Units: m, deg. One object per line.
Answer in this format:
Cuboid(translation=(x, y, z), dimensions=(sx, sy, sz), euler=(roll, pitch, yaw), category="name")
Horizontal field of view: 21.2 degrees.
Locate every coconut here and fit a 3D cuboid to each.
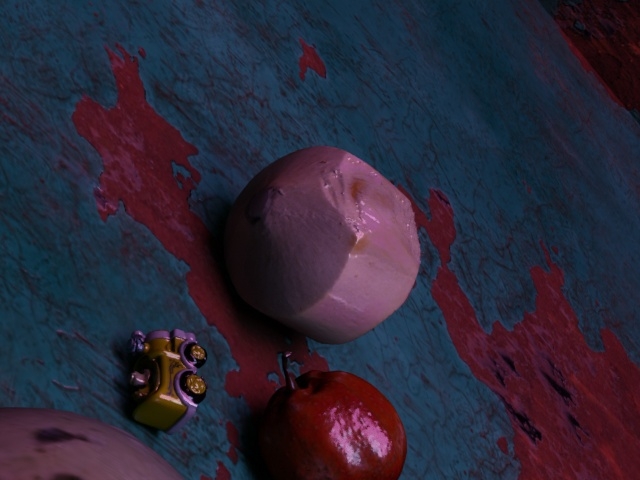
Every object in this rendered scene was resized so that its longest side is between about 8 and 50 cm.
Cuboid(translation=(0.000, 0.004, 2.024), dimensions=(0.241, 0.241, 0.241), euler=(42, 33, -36), category="coconut")

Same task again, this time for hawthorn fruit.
Cuboid(translation=(0.003, 0.206, 1.898), dimensions=(0.194, 0.157, 0.157), euler=(59, 26, -12), category="hawthorn fruit")

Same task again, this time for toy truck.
Cuboid(translation=(-0.165, 0.138, 1.762), dimensions=(0.077, 0.076, 0.111), euler=(20, 45, -27), category="toy truck")

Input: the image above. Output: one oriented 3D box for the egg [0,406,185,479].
Cuboid(translation=(-0.226, 0.290, 1.199), dimensions=(0.345, 0.345, 0.428), euler=(59, 14, -7), category="egg")
